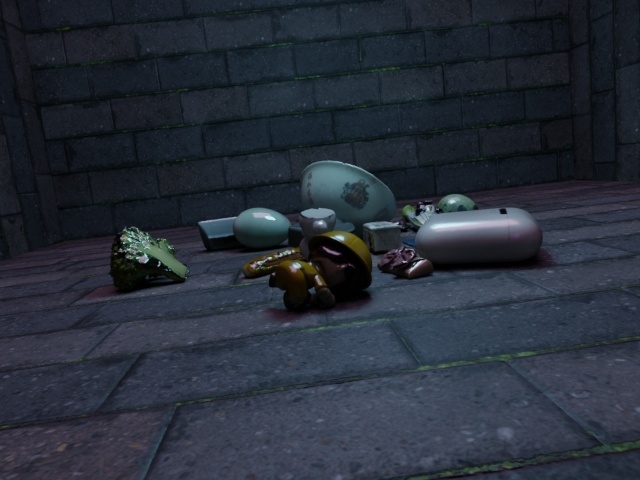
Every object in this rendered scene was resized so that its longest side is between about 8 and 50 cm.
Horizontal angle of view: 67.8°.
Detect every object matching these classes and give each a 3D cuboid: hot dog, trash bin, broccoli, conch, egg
[{"bbox_3d":[-0.144,0.069,1.626,0.087,0.061,0.286,-14,0,41],"label":"hot dog"},{"bbox_3d":[0.017,-0.014,1.770,0.236,0.101,0.176,10,21,24],"label":"trash bin"},{"bbox_3d":[-0.598,0.098,1.619,0.180,0.273,0.242,-50,6,19],"label":"broccoli"},{"bbox_3d":[0.472,-0.134,2.447,0.094,0.080,0.201,4,22,-19],"label":"conch"},{"bbox_3d":[0.615,-0.139,2.139,0.181,0.141,0.141,3,11,13],"label":"egg"},{"bbox_3d":[-0.256,-0.053,2.093,0.264,0.183,0.183,0,10,11],"label":"egg"}]

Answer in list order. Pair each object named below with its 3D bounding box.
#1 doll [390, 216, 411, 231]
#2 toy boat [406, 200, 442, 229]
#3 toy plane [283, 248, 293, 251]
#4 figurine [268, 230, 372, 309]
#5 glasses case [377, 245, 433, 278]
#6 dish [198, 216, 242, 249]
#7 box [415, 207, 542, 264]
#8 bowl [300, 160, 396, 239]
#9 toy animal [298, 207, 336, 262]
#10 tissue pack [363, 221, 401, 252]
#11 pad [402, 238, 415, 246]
[{"bbox_3d":[0.341,-0.066,2.171,0.139,0.057,0.165,0,15,22],"label":"doll"},{"bbox_3d":[0.466,-0.108,2.091,0.140,0.141,0.269,-7,3,-1],"label":"toy boat"},{"bbox_3d":[-0.094,0.048,1.776,0.111,0.040,0.102,-10,8,-33],"label":"toy plane"},{"bbox_3d":[0.013,0.067,1.169,0.256,0.167,0.192,-17,27,-40],"label":"figurine"},{"bbox_3d":[0.225,0.058,1.369,0.102,0.070,0.193,-11,9,-19],"label":"glasses case"},{"bbox_3d":[-0.435,-0.015,2.217,0.243,0.182,0.080,-9,47,-5],"label":"dish"},{"bbox_3d":[0.468,-0.015,1.429,0.349,0.141,0.288,-3,8,20],"label":"box"},{"bbox_3d":[0.079,-0.110,1.951,0.434,0.435,0.196,0,54,38],"label":"bowl"},{"bbox_3d":[-0.002,-0.004,1.543,0.127,0.193,0.178,-5,10,-9],"label":"toy animal"},{"bbox_3d":[0.223,-0.013,1.741,0.106,0.099,0.149,-5,8,-6],"label":"tissue pack"},{"bbox_3d":[0.467,0.003,1.747,0.269,0.012,0.269,-8,8,-10],"label":"pad"}]
